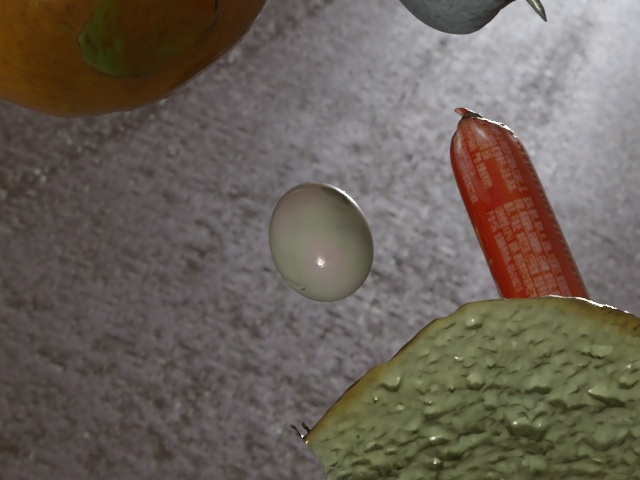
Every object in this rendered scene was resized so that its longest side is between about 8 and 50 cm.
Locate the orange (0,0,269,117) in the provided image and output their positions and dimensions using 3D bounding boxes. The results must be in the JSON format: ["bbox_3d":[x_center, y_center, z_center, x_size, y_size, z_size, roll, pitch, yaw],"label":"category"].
[{"bbox_3d":[-0.164,-0.220,1.120,0.334,0.262,0.196,-29,66,-12],"label":"orange"}]

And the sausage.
[{"bbox_3d":[0.169,-0.003,1.174,0.074,0.074,0.274,4,57,-39],"label":"sausage"}]

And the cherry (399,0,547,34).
[{"bbox_3d":[0.164,-0.368,1.651,0.296,0.218,0.255,35,28,7],"label":"cherry"}]

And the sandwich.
[{"bbox_3d":[0.051,0.138,0.470,0.288,0.100,0.254,-36,25,-24],"label":"sandwich"}]

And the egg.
[{"bbox_3d":[0.000,0.000,1.391,0.103,0.103,0.135,9,43,-32],"label":"egg"}]
